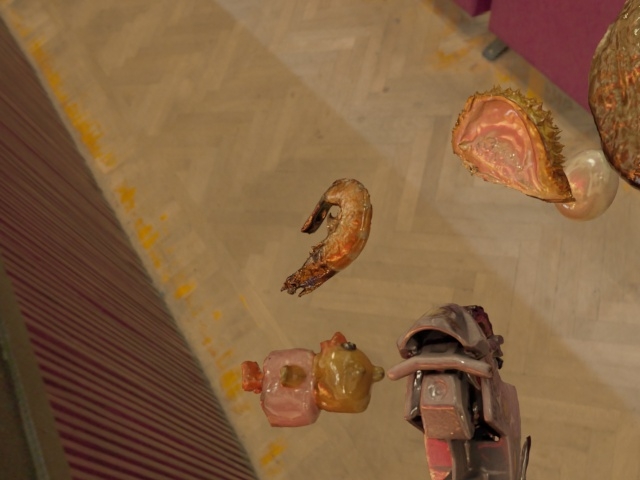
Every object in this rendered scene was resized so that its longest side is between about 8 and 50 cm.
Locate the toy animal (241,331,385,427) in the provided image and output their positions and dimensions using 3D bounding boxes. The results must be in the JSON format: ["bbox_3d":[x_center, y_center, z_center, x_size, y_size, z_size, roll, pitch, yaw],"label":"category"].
[{"bbox_3d":[-0.010,0.287,1.342,0.281,0.195,0.169,-16,74,4],"label":"toy animal"}]

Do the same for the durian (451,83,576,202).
[{"bbox_3d":[0.375,-0.215,1.271,0.185,0.195,0.305,-40,44,-2],"label":"durian"}]

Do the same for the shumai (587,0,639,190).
[{"bbox_3d":[0.577,-0.174,0.821,0.397,0.323,0.324,52,126,42],"label":"shumai"}]

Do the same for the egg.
[{"bbox_3d":[0.667,-0.140,1.653,0.151,0.209,0.151,0,46,0],"label":"egg"}]

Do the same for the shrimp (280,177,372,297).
[{"bbox_3d":[0.000,0.000,1.855,0.445,0.085,0.272,-49,40,38],"label":"shrimp"}]

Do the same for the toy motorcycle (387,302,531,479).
[{"bbox_3d":[0.097,0.135,0.456,0.080,0.122,0.215,-9,56,33],"label":"toy motorcycle"}]
